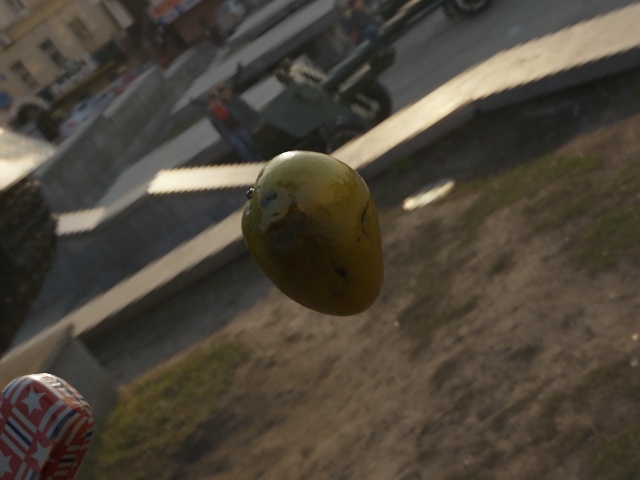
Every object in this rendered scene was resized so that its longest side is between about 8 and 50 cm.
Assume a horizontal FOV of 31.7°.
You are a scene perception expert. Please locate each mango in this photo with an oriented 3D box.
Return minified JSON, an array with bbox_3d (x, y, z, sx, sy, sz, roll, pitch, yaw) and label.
[{"bbox_3d":[0.000,0.000,1.133,0.137,0.195,0.098,-25,26,18],"label":"mango"}]

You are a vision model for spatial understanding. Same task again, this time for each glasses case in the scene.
[{"bbox_3d":[-0.210,0.174,0.748,0.049,0.073,0.194,2,-59,-60],"label":"glasses case"}]
